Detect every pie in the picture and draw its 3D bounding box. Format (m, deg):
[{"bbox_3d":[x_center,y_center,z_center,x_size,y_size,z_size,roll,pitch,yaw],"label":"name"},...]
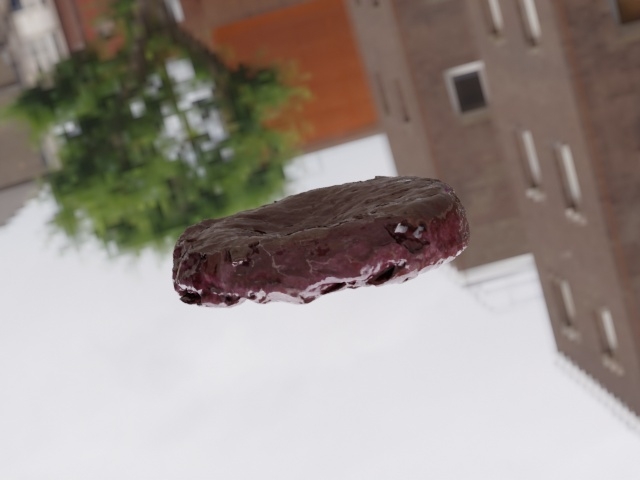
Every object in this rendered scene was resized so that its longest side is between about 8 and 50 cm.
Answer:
[{"bbox_3d":[0.000,0.000,0.911,0.153,0.038,0.153,-10,-169,2],"label":"pie"}]
